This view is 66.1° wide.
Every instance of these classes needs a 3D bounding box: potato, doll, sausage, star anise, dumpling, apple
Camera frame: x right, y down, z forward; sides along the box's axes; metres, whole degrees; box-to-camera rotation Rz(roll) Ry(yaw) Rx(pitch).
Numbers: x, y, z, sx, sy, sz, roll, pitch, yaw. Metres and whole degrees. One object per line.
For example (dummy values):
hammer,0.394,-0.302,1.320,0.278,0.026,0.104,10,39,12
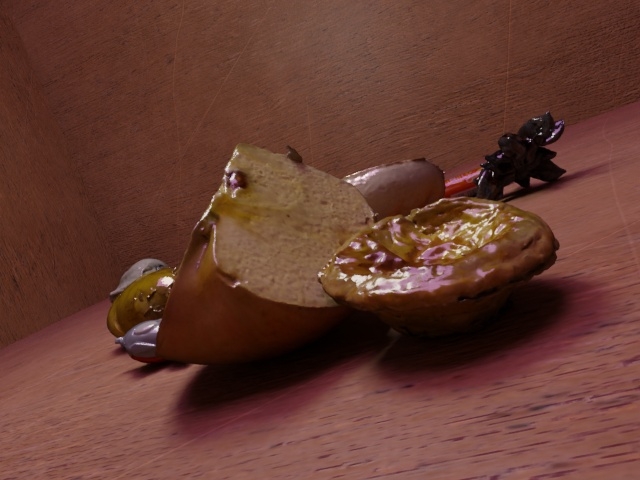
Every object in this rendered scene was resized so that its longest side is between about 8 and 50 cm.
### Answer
potato,-0.362,0.143,1.072,0.300,0.140,0.173,-23,10,48
doll,-0.264,0.170,0.822,0.228,0.075,0.102,-5,-3,31
sausage,0.380,-0.142,1.380,0.274,0.074,0.074,-21,6,11
star anise,0.442,-0.177,1.107,0.212,0.129,0.282,-13,-32,-28
dumpling,-0.601,0.175,1.703,0.227,0.243,0.175,-38,45,6
apple,-0.081,0.029,0.649,0.314,0.252,0.309,-16,39,15

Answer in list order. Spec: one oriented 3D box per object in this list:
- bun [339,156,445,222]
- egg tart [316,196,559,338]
bun,0.136,-0.064,1.074,0.299,0.164,0.299,-16,-1,0
egg tart,0.119,0.031,0.511,0.241,0.105,0.241,-15,16,5
